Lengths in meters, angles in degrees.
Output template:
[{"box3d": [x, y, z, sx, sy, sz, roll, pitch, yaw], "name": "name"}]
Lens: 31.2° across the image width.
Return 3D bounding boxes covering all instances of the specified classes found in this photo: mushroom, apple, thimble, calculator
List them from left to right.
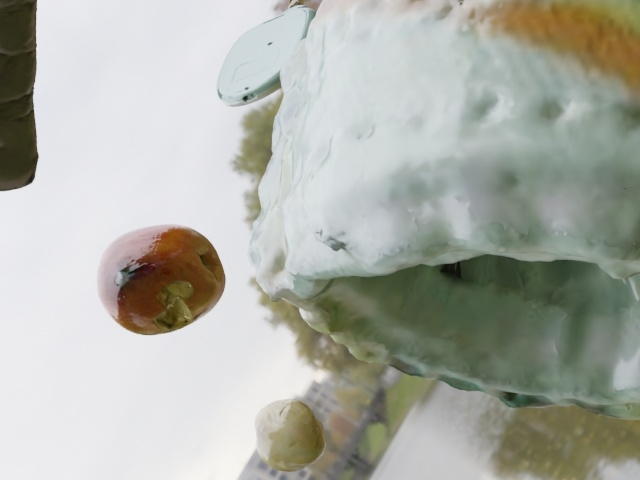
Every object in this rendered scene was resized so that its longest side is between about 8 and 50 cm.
[{"box3d": [-0.241, 0.059, 1.755, 0.199, 0.199, 0.199, -58, -7, -11], "name": "apple"}, {"box3d": [-0.043, -0.162, 0.988, 0.095, 0.021, 0.153, -17, 35, 26], "name": "calculator"}, {"box3d": [-0.059, 0.368, 2.165, 0.112, 0.148, 0.148, -75, 9, -55], "name": "mushroom"}, {"box3d": [0.114, -0.027, 0.534, 0.254, 0.288, 0.167, 82, -164, -66], "name": "thimble"}]

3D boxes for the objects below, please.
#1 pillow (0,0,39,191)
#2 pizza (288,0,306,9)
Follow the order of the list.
[{"box3d": [-0.436, -0.193, 1.315, 0.228, 0.101, 0.326, -12, -51, -33], "name": "pillow"}, {"box3d": [0.003, -0.477, 2.020, 0.176, 0.036, 0.184, -64, 31, 4], "name": "pizza"}]
